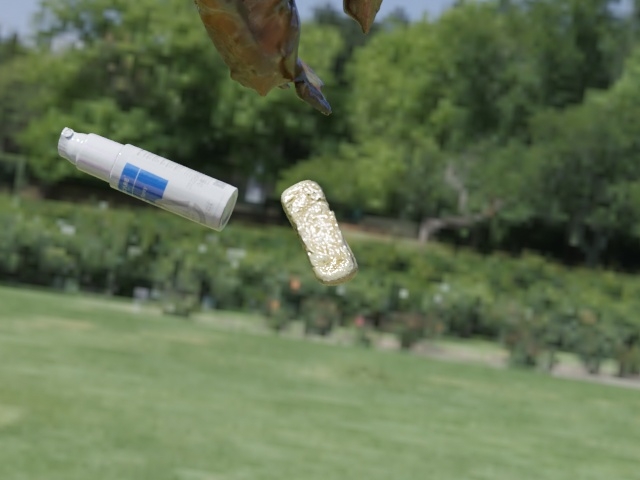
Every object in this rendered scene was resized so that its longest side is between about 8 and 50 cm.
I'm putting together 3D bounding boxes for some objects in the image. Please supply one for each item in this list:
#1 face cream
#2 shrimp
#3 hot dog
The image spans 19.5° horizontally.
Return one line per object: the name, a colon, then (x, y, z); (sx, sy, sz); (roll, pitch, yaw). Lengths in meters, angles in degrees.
face cream: (-0.123, -0.046, 1.307); (0.130, 0.034, 0.034); (23, 1, 6)
shrimp: (-0.013, -0.156, 1.132); (0.132, 0.187, 0.051); (-12, 44, 0)
hot dog: (0.000, 0.000, 1.297); (0.030, 0.090, 0.034); (-22, -33, -5)
